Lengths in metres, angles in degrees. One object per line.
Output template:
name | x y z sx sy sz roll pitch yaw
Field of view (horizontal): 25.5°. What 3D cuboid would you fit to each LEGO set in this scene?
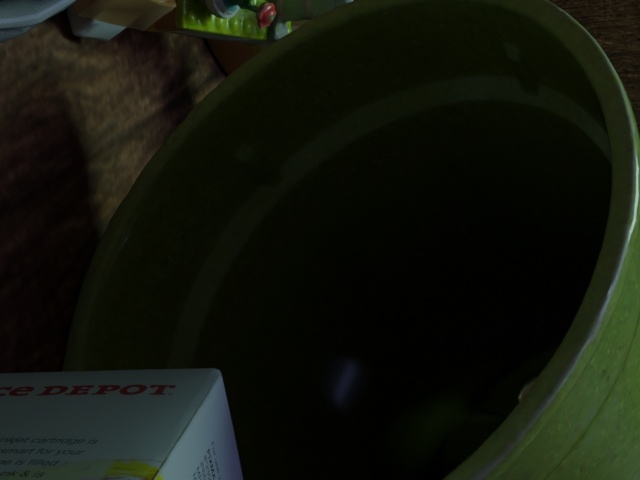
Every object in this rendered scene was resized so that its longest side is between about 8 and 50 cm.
LEGO set | -0.005 -0.088 0.734 0.287 0.107 0.132 51 51 -45

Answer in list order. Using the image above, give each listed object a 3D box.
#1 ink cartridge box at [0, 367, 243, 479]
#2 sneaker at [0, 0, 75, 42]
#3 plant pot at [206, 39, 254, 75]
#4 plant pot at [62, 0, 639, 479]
ink cartridge box | -0.103 0.132 0.431 0.176 0.128 0.127 -56 141 -64
sneaker | -0.110 -0.104 0.471 0.262 0.121 0.099 -58 142 -64
plant pot | 0.043 -0.242 0.885 0.291 0.204 0.290 -3 90 -73
plant pot | 0.069 0.066 0.655 0.254 0.276 0.276 41 45 -42
